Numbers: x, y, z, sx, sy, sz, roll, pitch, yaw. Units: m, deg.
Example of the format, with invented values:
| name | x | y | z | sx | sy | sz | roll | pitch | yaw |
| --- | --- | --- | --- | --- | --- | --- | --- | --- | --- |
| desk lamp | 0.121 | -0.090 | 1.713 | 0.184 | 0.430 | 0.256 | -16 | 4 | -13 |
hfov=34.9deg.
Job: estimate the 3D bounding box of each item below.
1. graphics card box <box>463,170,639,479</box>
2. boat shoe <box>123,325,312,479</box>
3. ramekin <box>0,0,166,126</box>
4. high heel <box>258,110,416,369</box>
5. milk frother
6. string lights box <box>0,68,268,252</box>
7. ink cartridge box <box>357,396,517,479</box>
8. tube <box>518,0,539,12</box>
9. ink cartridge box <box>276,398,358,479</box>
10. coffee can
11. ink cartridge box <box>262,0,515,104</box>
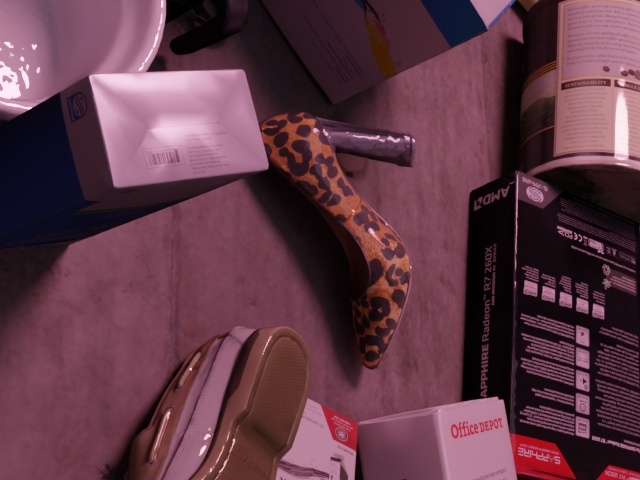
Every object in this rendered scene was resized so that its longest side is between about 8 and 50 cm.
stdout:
| name | x | y | z | sx | sy | sz | roll | pitch | yaw |
| --- | --- | --- | --- | --- | --- | --- | --- | --- | --- |
| graphics card box | 0.291 | 0.122 | 1.255 | 0.233 | 0.094 | 0.370 | 18 | 66 | -29 |
| boat shoe | -0.105 | 0.205 | 0.850 | 0.113 | 0.103 | 0.302 | 57 | 44 | -34 |
| ramekin | -0.270 | -0.200 | 0.779 | 0.277 | 0.135 | 0.277 | 19 | 61 | -38 |
| high heel | 0.000 | 0.000 | 1.059 | 0.186 | 0.093 | 0.261 | 6 | 85 | -21 |
| milk frother | -0.103 | -0.258 | 0.973 | 0.143 | 0.135 | 0.129 | -45 | 110 | -43 |
| string lights box | -0.177 | -0.047 | 0.742 | 0.133 | 0.260 | 0.076 | -12 | 87 | -47 |
| ink cartridge box | 0.133 | 0.288 | 1.039 | 0.172 | 0.100 | 0.237 | 7 | 72 | -59 |
| tube | 0.279 | -0.394 | 1.458 | 0.240 | 0.062 | 0.070 | 41 | 8 | -22 |
| ink cartridge box | -0.021 | 0.219 | 0.936 | 0.099 | 0.056 | 0.135 | 31 | 45 | -28 |
| coffee can | 0.369 | -0.175 | 1.368 | 0.202 | 0.202 | 0.275 | 27 | 60 | -37 |
| ink cartridge box | 0.083 | -0.287 | 1.097 | 0.168 | 0.233 | 0.171 | 55 | 47 | -15 |
